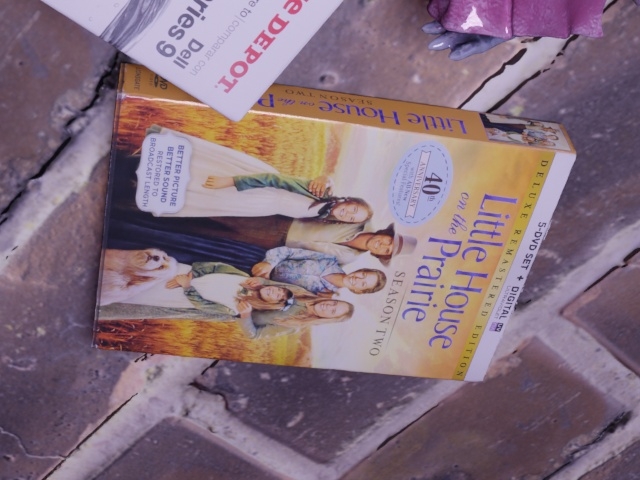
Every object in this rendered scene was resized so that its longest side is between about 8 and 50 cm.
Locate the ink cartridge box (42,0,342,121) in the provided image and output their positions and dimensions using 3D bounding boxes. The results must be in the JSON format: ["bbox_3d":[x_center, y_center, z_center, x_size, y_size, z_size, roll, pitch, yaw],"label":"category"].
[{"bbox_3d":[-0.113,-0.256,0.758,0.289,0.121,0.211,30,119,-27],"label":"ink cartridge box"}]

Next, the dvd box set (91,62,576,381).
[{"bbox_3d":[0.000,0.000,1.009,0.420,0.062,0.307,7,127,-11],"label":"dvd box set"}]

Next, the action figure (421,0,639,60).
[{"bbox_3d":[0.179,-0.299,0.680,0.276,0.248,0.370,3,130,-10],"label":"action figure"}]
